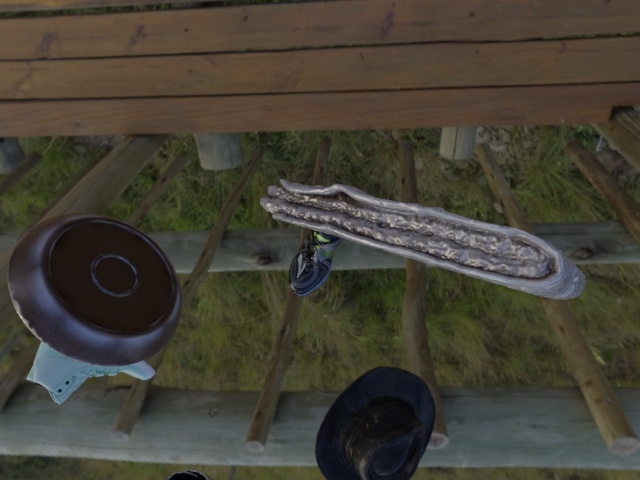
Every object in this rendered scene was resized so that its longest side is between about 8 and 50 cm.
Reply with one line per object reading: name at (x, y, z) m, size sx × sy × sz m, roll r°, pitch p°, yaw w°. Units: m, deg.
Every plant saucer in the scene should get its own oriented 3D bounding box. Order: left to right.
plant saucer at (-0.376, 0.070, 0.852) m, size 0.310 × 0.310 × 0.050 m, roll 41°, pitch 122°, yaw -21°

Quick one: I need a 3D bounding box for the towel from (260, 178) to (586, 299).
towel at (0.095, -0.005, 0.456) m, size 0.282 × 0.187 × 0.049 m, roll 17°, pitch 93°, yaw 34°

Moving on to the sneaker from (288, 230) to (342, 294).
sneaker at (0.000, 0.000, 0.749) m, size 0.067 × 0.078 × 0.188 m, roll 36°, pitch 99°, yaw 20°

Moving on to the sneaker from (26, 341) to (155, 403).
sneaker at (-0.519, 0.306, 1.077) m, size 0.256 × 0.151 × 0.094 m, roll 29°, pitch 153°, yaw -22°

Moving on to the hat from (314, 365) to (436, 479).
hat at (0.158, 0.469, 1.105) m, size 0.331 × 0.134 × 0.331 m, roll -1°, pitch 94°, yaw -18°

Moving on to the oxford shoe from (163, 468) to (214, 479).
oxford shoe at (-0.208, 0.460, 0.829) m, size 0.146 × 0.140 × 0.397 m, roll 58°, pitch 156°, yaw 9°
